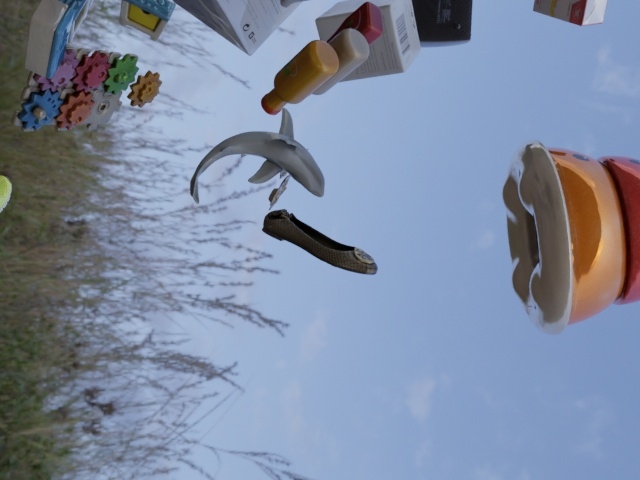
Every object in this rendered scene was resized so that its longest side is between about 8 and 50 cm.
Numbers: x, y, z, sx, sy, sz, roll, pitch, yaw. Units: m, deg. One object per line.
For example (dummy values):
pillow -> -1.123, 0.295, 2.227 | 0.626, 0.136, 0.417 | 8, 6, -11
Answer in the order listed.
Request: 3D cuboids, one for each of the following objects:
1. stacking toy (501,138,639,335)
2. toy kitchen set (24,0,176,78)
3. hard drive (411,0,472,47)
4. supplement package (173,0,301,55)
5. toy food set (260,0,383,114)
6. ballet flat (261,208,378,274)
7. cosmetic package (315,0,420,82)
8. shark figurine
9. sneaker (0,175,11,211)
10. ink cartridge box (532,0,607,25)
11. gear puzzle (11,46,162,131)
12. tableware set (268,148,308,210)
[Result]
stacking toy -> 0.586, -0.027, 1.186 | 0.479, 0.350, 0.351 | -6, -103, 5
toy kitchen set -> -0.335, -0.340, 1.052 | 0.122, 0.166, 0.207 | -40, -149, 55
hard drive -> 0.248, -0.562, 1.679 | 0.254, 0.054, 0.172 | 4, -104, 8
supplement package -> -0.074, -0.420, 0.836 | 0.177, 0.175, 0.293 | 39, -96, 25
toy food set -> -0.007, -0.248, 0.750 | 0.104, 0.111, 0.232 | -29, -122, 46
ballet flat -> 0.000, 0.000, 1.289 | 0.249, 0.084, 0.058 | 24, -80, 20
cosmetic package -> 0.110, -0.462, 1.521 | 0.183, 0.151, 0.151 | -1, -58, 26
shark figurine -> -0.102, -0.150, 1.156 | 0.116, 0.278, 0.166 | 9, -78, 59
sneaker -> -0.811, -0.080, 1.561 | 0.081, 0.208, 0.094 | 47, -19, -4
ink cartridge box -> 0.543, -0.557, 1.493 | 0.198, 0.067, 0.115 | -133, -144, -51
gear puzzle -> -0.412, -0.274, 1.267 | 0.044, 0.339, 0.175 | 40, -66, 13
tableware set -> -0.082, -0.154, 1.628 | 0.020, 0.141, 0.169 | 30, -60, 4
